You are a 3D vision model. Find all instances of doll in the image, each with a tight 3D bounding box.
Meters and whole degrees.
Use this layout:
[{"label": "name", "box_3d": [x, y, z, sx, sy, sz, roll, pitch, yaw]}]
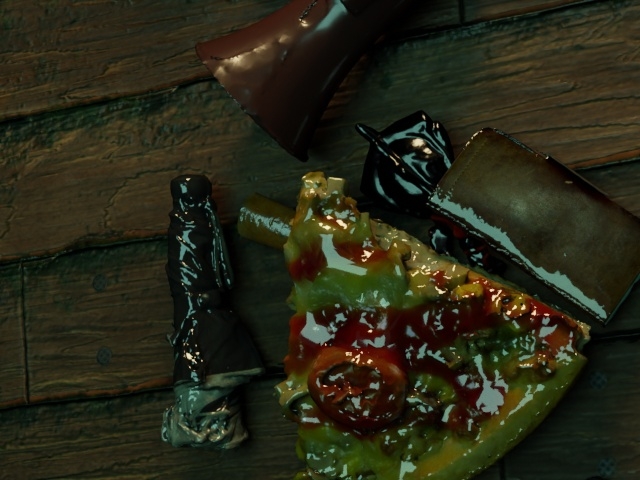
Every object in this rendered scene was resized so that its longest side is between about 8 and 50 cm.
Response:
[{"label": "doll", "box_3d": [0.138, -0.058, 1.874, 0.248, 0.088, 0.127, 38, 77, 14]}]

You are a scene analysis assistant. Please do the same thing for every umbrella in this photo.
[{"label": "umbrella", "box_3d": [-0.147, 0.088, 1.968, 0.106, 0.113, 0.358, -14, 77, 46]}]

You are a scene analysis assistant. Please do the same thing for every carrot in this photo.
[{"label": "carrot", "box_3d": [0.000, 0.000, 1.945, 0.209, 0.061, 0.061, 20, 92, 22]}]

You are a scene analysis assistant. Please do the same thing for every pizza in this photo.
[{"label": "pizza", "box_3d": [0.057, 0.113, 1.828, 0.440, 0.130, 0.406, -36, 83, 21]}]

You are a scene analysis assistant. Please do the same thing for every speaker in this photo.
[{"label": "speaker", "box_3d": [-0.002, -0.285, 1.864, 0.329, 0.259, 0.198, -47, 51, 14]}]

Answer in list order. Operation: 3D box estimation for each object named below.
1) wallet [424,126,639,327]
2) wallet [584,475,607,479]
[{"label": "wallet", "box_3d": [0.261, -0.023, 1.800, 0.255, 0.031, 0.137, 35, 80, 10]}, {"label": "wallet", "box_3d": [0.284, 0.397, 1.766, 0.149, 0.044, 0.250, 43, 102, 27]}]
